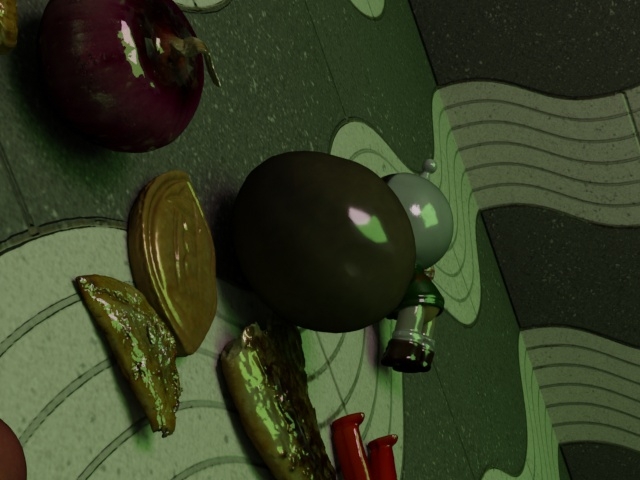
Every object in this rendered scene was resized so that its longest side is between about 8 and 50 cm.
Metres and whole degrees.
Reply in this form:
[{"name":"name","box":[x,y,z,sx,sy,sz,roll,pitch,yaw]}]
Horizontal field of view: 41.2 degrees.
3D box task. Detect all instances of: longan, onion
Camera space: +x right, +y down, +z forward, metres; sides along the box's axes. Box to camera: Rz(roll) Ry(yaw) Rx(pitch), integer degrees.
[{"name":"longan","box":[0.000,0.000,1.057,0.248,0.248,0.248,50,30,-45]},{"name":"onion","box":[-0.188,-0.174,0.823,0.177,0.153,0.177,29,38,-27]}]

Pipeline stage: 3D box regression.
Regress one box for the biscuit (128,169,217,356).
[{"name":"biscuit","box":[-0.155,0.016,0.919,0.142,0.029,0.221,43,36,-52]}]

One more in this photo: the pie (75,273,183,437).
[{"name":"pie","box":[-0.170,0.103,0.810,0.170,0.034,0.092,66,23,-1]}]

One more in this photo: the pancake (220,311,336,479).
[{"name":"pancake","box":[-0.046,0.190,1.053,0.244,0.057,0.266,-91,159,-56]}]

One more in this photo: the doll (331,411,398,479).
[{"name":"doll","box":[0.093,0.430,1.135,0.188,0.099,0.384,41,34,-54]}]

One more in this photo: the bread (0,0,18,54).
[{"name":"bread","box":[-0.292,-0.237,0.751,0.052,0.044,0.157,38,40,-64]}]

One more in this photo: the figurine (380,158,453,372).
[{"name":"figurine","box":[0.147,0.038,1.472,0.281,0.167,0.370,32,53,-53]}]

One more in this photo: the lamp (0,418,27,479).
[{"name":"lamp","box":[-0.247,0.154,0.453,0.182,0.140,0.182,15,70,-48]}]
